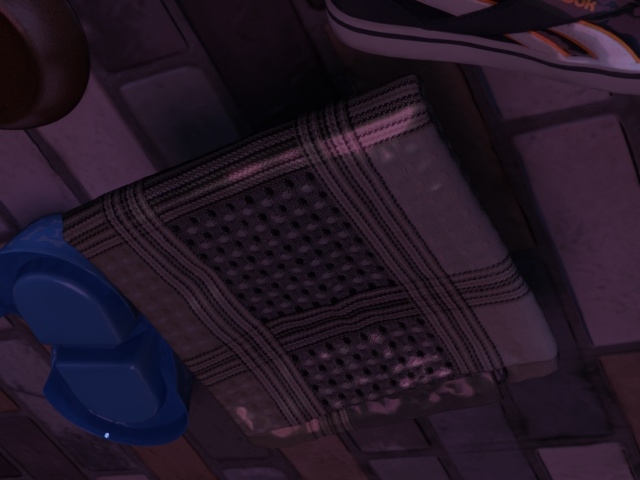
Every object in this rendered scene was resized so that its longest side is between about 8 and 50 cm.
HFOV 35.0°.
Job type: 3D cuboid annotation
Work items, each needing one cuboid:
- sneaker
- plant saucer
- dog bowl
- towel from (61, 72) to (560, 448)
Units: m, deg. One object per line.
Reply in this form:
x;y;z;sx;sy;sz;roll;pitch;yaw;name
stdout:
0.150;-0.173;0.608;0.321;0.126;0.127;6;141;15;sneaker
-0.290;-0.162;0.836;0.198;0.036;0.198;9;136;9;plant saucer
-0.227;0.094;1.042;0.166;0.074;0.297;-2;133;21;dog bowl
0.003;0.050;0.803;0.312;0.056;0.324;-19;128;21;towel
